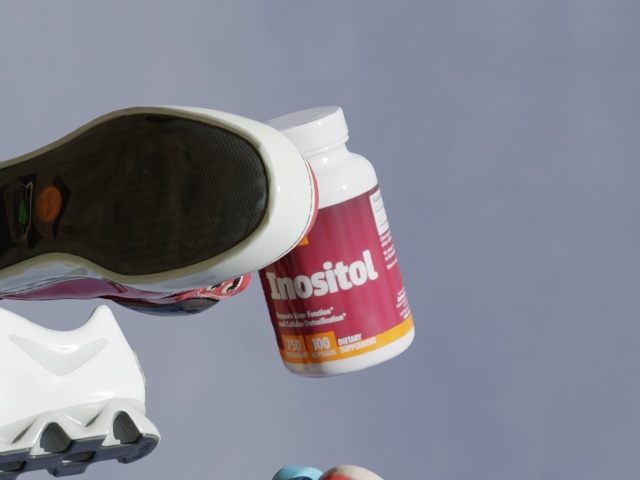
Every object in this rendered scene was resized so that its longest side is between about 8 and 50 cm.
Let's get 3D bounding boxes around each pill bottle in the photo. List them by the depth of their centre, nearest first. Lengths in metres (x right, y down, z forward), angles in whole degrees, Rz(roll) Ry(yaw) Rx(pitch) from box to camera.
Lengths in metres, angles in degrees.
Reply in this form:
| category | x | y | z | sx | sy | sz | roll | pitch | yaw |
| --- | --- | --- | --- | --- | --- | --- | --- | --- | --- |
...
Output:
| category | x | y | z | sx | sy | sz | roll | pitch | yaw |
| --- | --- | --- | --- | --- | --- | --- | --- | --- | --- |
| pill bottle | 0.000 | 0.000 | 1.130 | 0.086 | 0.086 | 0.152 | 3 | -69 | 56 |

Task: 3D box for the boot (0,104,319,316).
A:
| category | x | y | z | sx | sy | sz | roll | pitch | yaw |
| --- | --- | --- | --- | --- | --- | --- | --- | --- | --- |
| boot | -0.060 | -0.006 | 0.958 | 0.244 | 0.176 | 0.088 | -8 | -103 | 41 |

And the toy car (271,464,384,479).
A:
| category | x | y | z | sx | sy | sz | roll | pitch | yaw |
| --- | --- | --- | --- | --- | --- | --- | --- | --- | --- |
| toy car | 0.008 | 0.383 | 1.989 | 0.219 | 0.238 | 0.210 | 6 | -51 | 44 |

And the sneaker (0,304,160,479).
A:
| category | x | y | z | sx | sy | sz | roll | pitch | yaw |
| --- | --- | --- | --- | --- | --- | --- | --- | --- | --- |
| sneaker | -0.298 | 0.118 | 1.432 | 0.122 | 0.330 | 0.146 | -45 | -124 | 55 |
